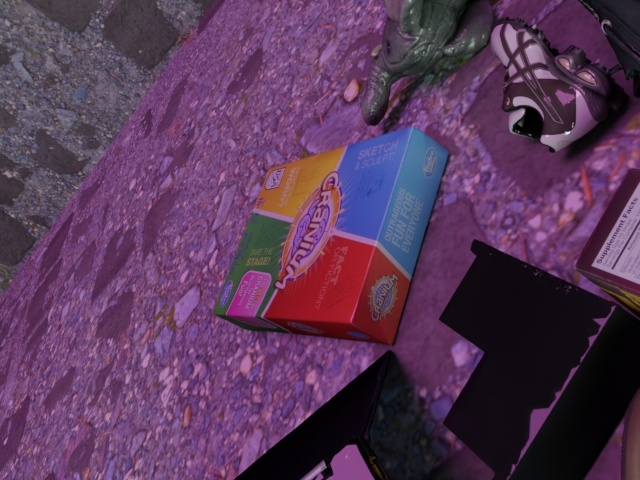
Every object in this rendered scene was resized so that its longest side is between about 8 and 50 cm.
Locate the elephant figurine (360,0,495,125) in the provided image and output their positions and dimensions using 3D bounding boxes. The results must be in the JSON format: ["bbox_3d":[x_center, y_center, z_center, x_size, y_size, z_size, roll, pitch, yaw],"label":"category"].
[{"bbox_3d":[0.136,-0.288,0.819,0.169,0.186,0.239,3,72,10],"label":"elephant figurine"}]

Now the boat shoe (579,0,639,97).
[{"bbox_3d":[0.284,-0.156,0.502,0.340,0.127,0.113,-121,22,-48],"label":"boat shoe"}]

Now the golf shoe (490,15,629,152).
[{"bbox_3d":[0.207,-0.158,0.646,0.094,0.077,0.198,-50,31,17],"label":"golf shoe"}]

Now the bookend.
[{"bbox_3d":[0.152,0.101,0.511,0.157,0.072,0.156,-60,30,2],"label":"bookend"}]

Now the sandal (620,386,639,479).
[{"bbox_3d":[0.201,0.211,0.313,0.086,0.120,0.303,-9,56,37],"label":"sandal"}]

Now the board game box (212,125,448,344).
[{"bbox_3d":[0.000,0.000,0.828,0.316,0.064,0.242,-7,59,54],"label":"board game box"}]

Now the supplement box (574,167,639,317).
[{"bbox_3d":[0.263,0.030,0.375,0.081,0.104,0.188,-60,30,1],"label":"supplement box"}]

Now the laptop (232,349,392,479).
[{"bbox_3d":[-0.032,0.328,0.503,0.382,0.236,0.408,-43,51,10],"label":"laptop"}]
